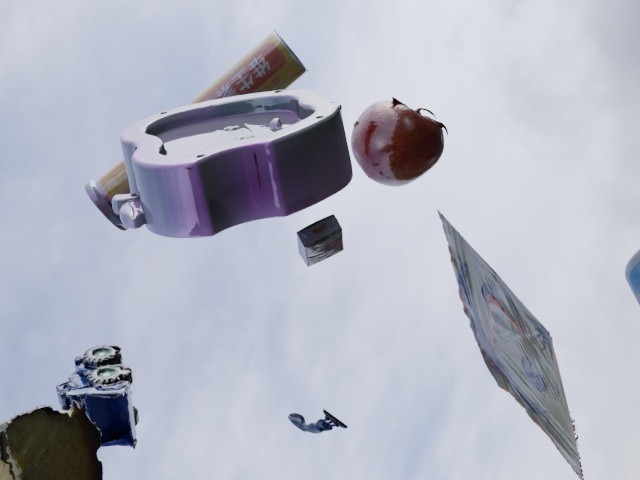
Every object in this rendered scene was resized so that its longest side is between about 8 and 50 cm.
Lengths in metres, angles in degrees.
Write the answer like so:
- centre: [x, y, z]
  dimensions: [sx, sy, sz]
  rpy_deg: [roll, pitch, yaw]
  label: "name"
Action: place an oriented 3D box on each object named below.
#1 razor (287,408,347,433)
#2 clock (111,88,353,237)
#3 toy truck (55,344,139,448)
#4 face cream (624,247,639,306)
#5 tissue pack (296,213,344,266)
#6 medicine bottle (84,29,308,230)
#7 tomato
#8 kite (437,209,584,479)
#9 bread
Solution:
- centre: [-0.016, 0.268, 1.441]
  dimensions: [0.044, 0.155, 0.028]
  rpy_deg: [39, -112, -16]
  label: "razor"
- centre: [-0.130, -0.113, 1.332]
  dimensions: [0.338, 0.339, 0.102]
  rpy_deg: [-41, -53, -54]
  label: "clock"
- centre: [-0.383, 0.273, 1.688]
  dimensions: [0.126, 0.208, 0.113]
  rpy_deg: [-12, -68, -21]
  label: "toy truck"
- centre: [0.714, 0.152, 1.911]
  dimensions: [0.163, 0.080, 0.336]
  rpy_deg: [-56, 40, 44]
  label: "face cream"
- centre: [0.000, 0.000, 1.392]
  dimensions: [0.083, 0.063, 0.035]
  rpy_deg: [87, 157, -67]
  label: "tissue pack"
- centre: [-0.214, -0.194, 1.696]
  dimensions: [0.426, 0.108, 0.108]
  rpy_deg: [-40, -29, 4]
  label: "medicine bottle"
- centre: [0.136, -0.168, 1.732]
  dimensions: [0.167, 0.167, 0.167]
  rpy_deg: [-32, -54, -58]
  label: "tomato"
- centre: [0.230, 0.123, 1.176]
  dimensions: [0.377, 0.013, 0.327]
  rpy_deg: [63, 172, 8]
  label: "kite"
- centre: [-0.288, 0.256, 1.016]
  dimensions: [0.140, 0.169, 0.160]
  rpy_deg: [1, -57, -59]
  label: "bread"
